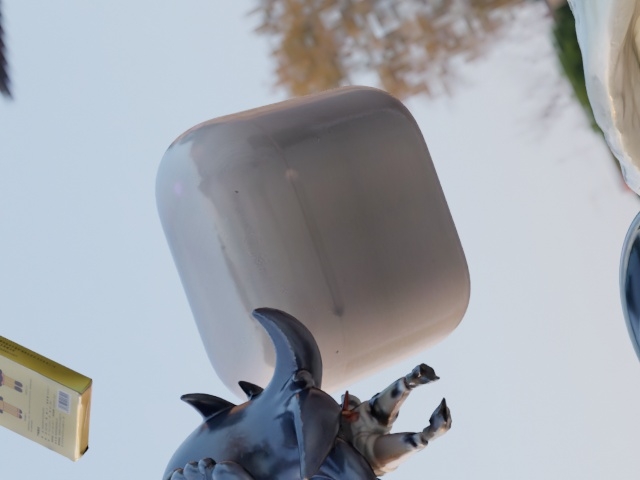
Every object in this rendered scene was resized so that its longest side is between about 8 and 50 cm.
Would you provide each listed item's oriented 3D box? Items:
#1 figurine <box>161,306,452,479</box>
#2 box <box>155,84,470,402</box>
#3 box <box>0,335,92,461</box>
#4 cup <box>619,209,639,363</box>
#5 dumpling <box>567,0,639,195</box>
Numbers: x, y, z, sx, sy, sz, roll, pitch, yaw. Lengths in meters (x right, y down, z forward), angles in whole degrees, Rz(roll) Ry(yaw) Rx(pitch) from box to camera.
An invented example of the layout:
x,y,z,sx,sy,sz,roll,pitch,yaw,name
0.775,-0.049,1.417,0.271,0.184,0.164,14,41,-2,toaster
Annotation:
x,y,z,sx,sy,sz,roll,pitch,yaw,name
-0.023,0.182,1.513,0.175,0.197,0.265,-82,8,-46,figurine
-0.001,0.000,1.925,0.349,0.141,0.288,-20,-88,-49,box
-0.233,0.102,1.418,0.020,0.149,0.073,-49,-23,-46,box
0.411,0.021,1.514,0.312,0.205,0.205,-19,-99,-29,cup
0.139,-0.153,0.857,0.318,0.187,0.242,40,-114,-52,dumpling
